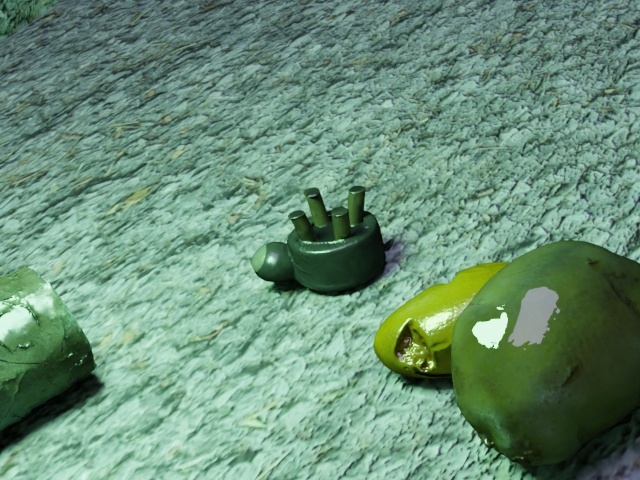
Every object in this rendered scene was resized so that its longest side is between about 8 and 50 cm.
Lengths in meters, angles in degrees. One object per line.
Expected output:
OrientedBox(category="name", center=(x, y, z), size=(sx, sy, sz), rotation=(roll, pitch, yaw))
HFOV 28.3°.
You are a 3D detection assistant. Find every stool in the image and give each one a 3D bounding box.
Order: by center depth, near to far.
OrientedBox(category="stool", center=(0.002, 0.004, 2.088), size=(0.228, 0.139, 0.153), rotation=(-22, 28, -16))

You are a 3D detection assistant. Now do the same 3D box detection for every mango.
OrientedBox(category="mango", center=(0.202, 0.117, 1.804), size=(0.261, 0.130, 0.167), rotation=(-23, 25, -2))

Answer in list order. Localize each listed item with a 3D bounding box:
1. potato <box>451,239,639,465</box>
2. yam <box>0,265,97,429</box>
OrientedBox(category="potato", center=(0.305, 0.131, 1.612), size=(0.326, 0.243, 0.221), rotation=(-29, -10, -22))
OrientedBox(category="yam", center=(-0.539, 0.194, 1.948), size=(0.348, 0.241, 0.241), rotation=(-28, 31, -24))
